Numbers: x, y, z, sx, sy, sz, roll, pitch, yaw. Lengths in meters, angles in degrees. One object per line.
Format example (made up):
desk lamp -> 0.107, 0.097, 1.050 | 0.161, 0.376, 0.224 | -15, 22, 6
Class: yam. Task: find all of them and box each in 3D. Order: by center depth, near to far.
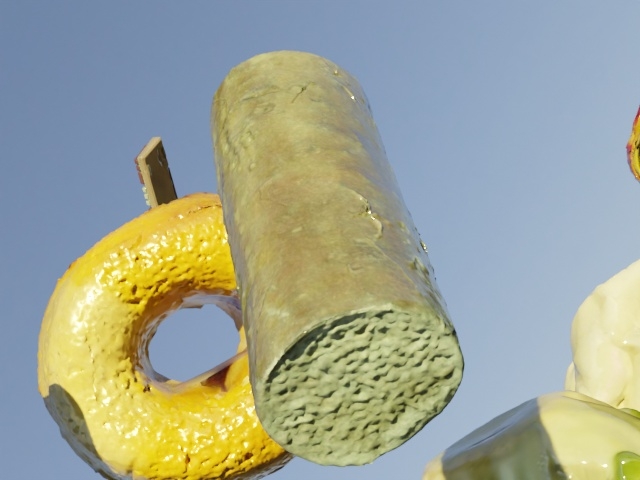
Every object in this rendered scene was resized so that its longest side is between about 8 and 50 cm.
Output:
yam -> 0.000, 0.000, 0.443 | 0.068, 0.169, 0.068 | -4, -55, -6

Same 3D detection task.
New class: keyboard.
keyboard -> -0.153, -0.020, 1.304 | 0.055, 0.017, 0.166 | -61, -37, -57

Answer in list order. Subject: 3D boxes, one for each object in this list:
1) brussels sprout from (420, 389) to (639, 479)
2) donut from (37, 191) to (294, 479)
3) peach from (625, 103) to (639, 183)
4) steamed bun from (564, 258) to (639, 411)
brussels sprout -> 0.173, 0.201, 0.699 | 0.210, 0.271, 0.219 | -47, -19, 31
donut -> -0.064, 0.056, 0.729 | 0.190, 0.174, 0.074 | -12, -5, -14
peach -> 0.201, -0.047, 0.675 | 0.050, 0.083, 0.077 | -18, -55, -86
steamed bun -> 0.309, 0.109, 0.878 | 0.320, 0.275, 0.206 | -31, 8, 35
